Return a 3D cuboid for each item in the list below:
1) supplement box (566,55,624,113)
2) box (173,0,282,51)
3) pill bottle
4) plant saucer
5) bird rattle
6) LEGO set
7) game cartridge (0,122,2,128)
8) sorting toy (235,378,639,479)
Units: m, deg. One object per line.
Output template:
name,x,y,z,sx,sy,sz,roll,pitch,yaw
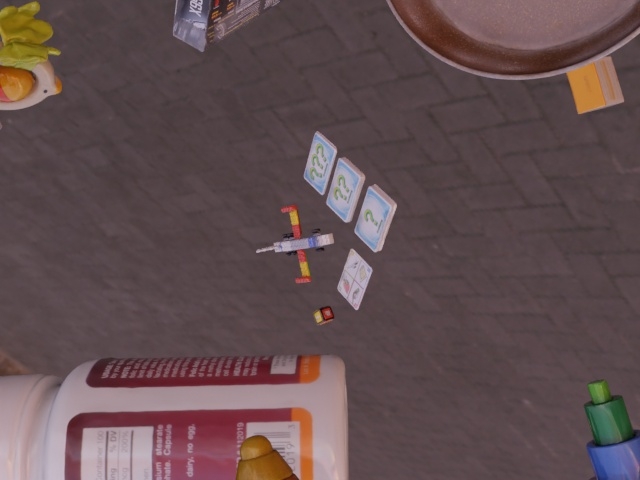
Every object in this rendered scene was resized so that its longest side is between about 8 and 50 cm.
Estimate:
supplement box,0.340,-0.193,1.103,0.036,0.098,0.062,-16,91,34
box,-0.140,-0.522,1.650,0.076,0.307,0.242,32,137,14
pill bottle,-0.166,0.240,0.980,0.392,0.224,0.224,-1,149,3
plant saucer,0.194,-0.298,0.800,0.310,0.311,0.050,15,-172,29
bird rattle,-0.564,-0.288,1.541,0.207,0.253,0.143,62,-175,-61
LEGO set,0.000,0.000,1.225,0.182,0.060,0.244,47,135,35
game cartridge,-0.641,-0.185,1.355,0.294,0.060,0.196,-16,114,20
sorting toy,0.073,0.184,0.680,0.365,0.126,0.127,-18,175,18
